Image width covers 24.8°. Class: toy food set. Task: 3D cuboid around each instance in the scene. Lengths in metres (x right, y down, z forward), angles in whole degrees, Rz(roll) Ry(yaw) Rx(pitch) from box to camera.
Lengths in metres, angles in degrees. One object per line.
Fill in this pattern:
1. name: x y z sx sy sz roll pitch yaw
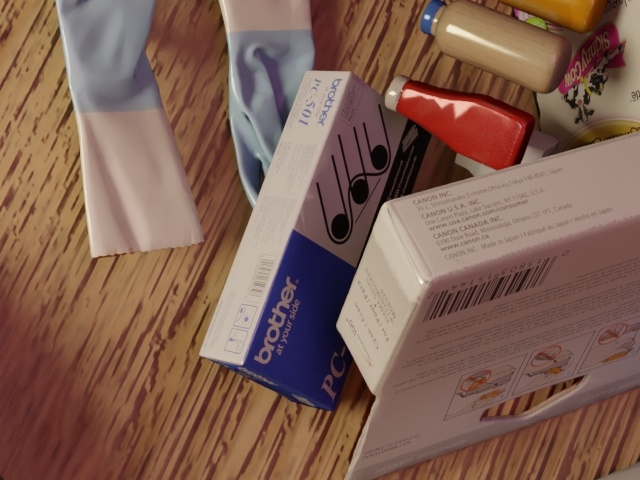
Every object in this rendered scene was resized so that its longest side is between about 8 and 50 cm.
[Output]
1. toy food set: 0.100 -0.080 0.985 0.104 0.111 0.232 25 116 18

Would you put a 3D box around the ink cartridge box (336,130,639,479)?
1. ink cartridge box: 0.153 0.038 0.967 0.296 0.261 0.066 -15 60 -22

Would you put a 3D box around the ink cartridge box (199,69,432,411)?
1. ink cartridge box: 0.000 0.000 0.971 0.097 0.046 0.207 32 73 -43

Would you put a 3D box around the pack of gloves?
1. pack of gloves: -0.088 -0.112 0.979 0.195 0.046 0.232 -8 90 -34

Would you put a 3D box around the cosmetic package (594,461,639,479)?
1. cosmetic package: 0.189 0.281 0.980 0.366 0.155 0.197 -19 95 -23

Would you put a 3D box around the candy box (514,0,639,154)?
1. candy box: 0.204 -0.174 1.025 0.071 0.159 0.233 -13 89 -23

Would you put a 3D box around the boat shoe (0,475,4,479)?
1. boat shoe: -0.240 0.089 0.869 0.069 0.081 0.227 -40 97 -16
